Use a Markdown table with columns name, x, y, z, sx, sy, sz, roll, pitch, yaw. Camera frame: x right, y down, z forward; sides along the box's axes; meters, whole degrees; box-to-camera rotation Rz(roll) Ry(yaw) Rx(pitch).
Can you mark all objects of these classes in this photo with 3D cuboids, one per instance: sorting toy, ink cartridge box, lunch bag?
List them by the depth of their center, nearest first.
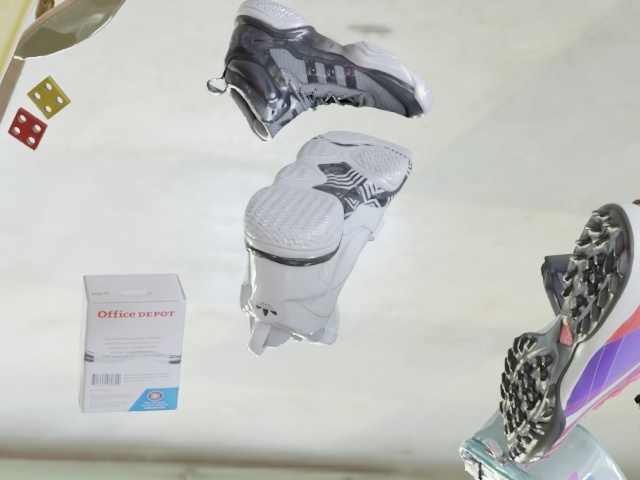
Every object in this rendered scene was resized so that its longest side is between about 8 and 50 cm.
| name | x | y | z | sx | sy | sz | roll | pitch | yaw |
| --- | --- | --- | --- | --- | --- | --- | --- | --- | --- |
| lunch bag | 0.271 | 0.296 | 1.539 | 0.279 | 0.108 | 0.224 | 53 | 173 | -20 |
| sorting toy | -0.460 | -0.240 | 2.022 | 0.274 | 0.046 | 0.132 | 32 | 123 | 3 |
| ink cartridge box | -0.270 | 0.146 | 2.098 | 0.139 | 0.082 | 0.191 | 0 | 119 | -15 |

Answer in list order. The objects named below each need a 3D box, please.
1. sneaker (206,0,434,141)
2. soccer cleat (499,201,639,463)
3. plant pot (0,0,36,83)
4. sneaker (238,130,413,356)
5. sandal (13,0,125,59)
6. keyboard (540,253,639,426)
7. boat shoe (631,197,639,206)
| name | x | y | z | sx | sy | sz | roll | pitch | yaw |
| --- | --- | --- | --- | --- | --- | --- | --- | --- | --- |
| sneaker | -0.005 | -0.177 | 1.806 | 0.268 | 0.153 | 0.101 | 26 | 165 | 3 |
| soccer cleat | 0.245 | 0.091 | 1.268 | 0.116 | 0.109 | 0.318 | 3 | 138 | -16 |
| plant pot | -0.327 | -0.221 | 1.172 | 0.254 | 0.254 | 0.239 | 7 | 120 | -21 |
| sneaker | 0.000 | 0.000 | 1.903 | 0.137 | 0.210 | 0.366 | 22 | -149 | 18 |
| sandal | -0.256 | -0.287 | 1.616 | 0.240 | 0.079 | 0.088 | -29 | 163 | 34 |
| keyboard | 0.366 | 0.099 | 1.550 | 0.317 | 0.202 | 0.033 | -3 | 157 | -41 |
| boat shoe | 0.391 | 0.053 | 1.430 | 0.116 | 0.324 | 0.123 | 1 | 120 | -35 |
